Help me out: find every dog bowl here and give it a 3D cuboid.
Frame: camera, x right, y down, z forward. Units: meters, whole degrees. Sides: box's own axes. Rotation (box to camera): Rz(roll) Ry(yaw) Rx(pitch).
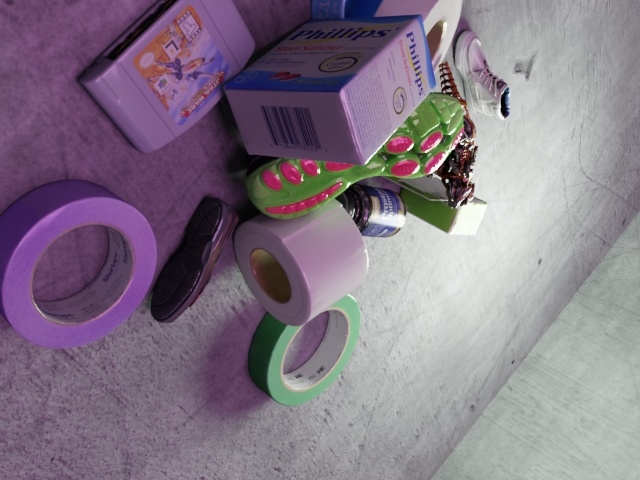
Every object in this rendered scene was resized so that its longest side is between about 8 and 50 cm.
[{"bbox_3d":[0.087,-0.534,1.410,0.165,0.074,0.297,3,111,-50],"label":"dog bowl"}]

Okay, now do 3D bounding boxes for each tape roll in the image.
[{"bbox_3d":[-0.044,0.035,1.490,0.169,0.246,0.246,-32,134,-32],"label":"tape roll"},{"bbox_3d":[0.188,-0.418,1.501,0.286,0.100,0.286,-52,162,-24],"label":"tape roll"},{"bbox_3d":[-0.034,0.258,1.782,0.321,0.077,0.322,-28,132,-36],"label":"tape roll"},{"bbox_3d":[-0.417,0.041,1.197,0.274,0.090,0.275,-26,131,-35],"label":"tape roll"}]

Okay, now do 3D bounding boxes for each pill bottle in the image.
[{"bbox_3d":[0.096,-0.071,1.679,0.219,0.122,0.123,3,111,-50],"label":"pill bottle"}]

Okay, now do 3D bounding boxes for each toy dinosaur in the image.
[{"bbox_3d":[0.287,-0.234,1.638,0.218,0.164,0.322,-19,88,-45],"label":"toy dinosaur"}]

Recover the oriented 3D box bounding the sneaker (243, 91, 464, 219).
[{"bbox_3d":[0.067,-0.206,1.425,0.482,0.202,0.185,-17,131,-13],"label":"sneaker"}]

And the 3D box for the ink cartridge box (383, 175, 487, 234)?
[{"bbox_3d":[0.272,-0.094,1.811,0.255,0.188,0.097,-1,116,-46],"label":"ink cartridge box"}]

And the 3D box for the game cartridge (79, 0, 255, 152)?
[{"bbox_3d":[-0.243,-0.299,1.207,0.297,0.062,0.198,-49,137,-14],"label":"game cartridge"}]

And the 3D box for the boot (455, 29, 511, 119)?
[{"bbox_3d":[0.432,-0.423,1.831,0.095,0.123,0.258,-49,141,-15],"label":"boot"}]

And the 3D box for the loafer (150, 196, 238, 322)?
[{"bbox_3d":[-0.239,0.048,1.405,0.268,0.096,0.084,-62,148,-1],"label":"loafer"}]

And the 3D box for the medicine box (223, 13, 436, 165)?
[{"bbox_3d":[0.023,-0.280,1.290,0.289,0.263,0.149,-49,134,-36],"label":"medicine box"}]
